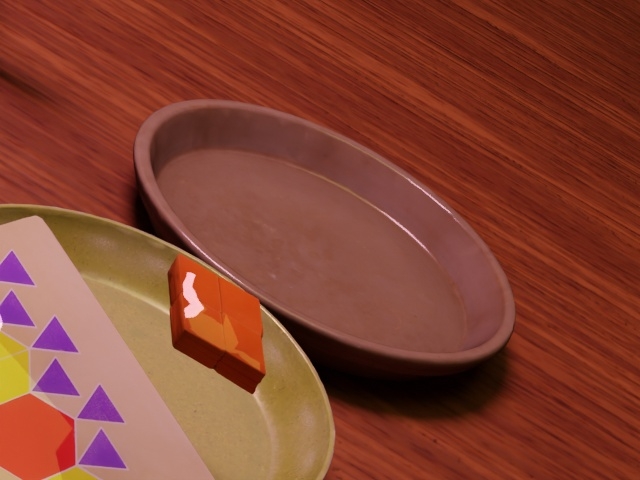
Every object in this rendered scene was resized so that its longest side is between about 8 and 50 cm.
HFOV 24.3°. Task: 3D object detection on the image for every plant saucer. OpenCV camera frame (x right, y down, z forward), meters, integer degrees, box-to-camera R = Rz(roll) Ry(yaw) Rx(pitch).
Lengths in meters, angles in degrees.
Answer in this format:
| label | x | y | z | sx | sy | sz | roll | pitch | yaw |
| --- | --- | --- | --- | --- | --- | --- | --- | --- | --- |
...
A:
| label | x | y | z | sx | sy | sz | roll | pitch | yaw |
| --- | --- | --- | --- | --- | --- | --- | --- | --- | --- |
| plant saucer | -0.108 | 0.068 | 0.755 | 0.241 | 0.037 | 0.241 | 23 | 28 | -13 |
| plant saucer | 0.000 | 0.000 | 0.981 | 0.278 | 0.041 | 0.278 | 24 | 27 | -13 |

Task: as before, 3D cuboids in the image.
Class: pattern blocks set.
| label | x | y | z | sx | sy | sz | roll | pitch | yaw |
| --- | --- | --- | --- | --- | --- | --- | --- | --- | --- |
| pattern blocks set | -0.137 | 0.081 | 0.631 | 0.285 | 0.026 | 0.325 | -11 | 59 | -34 |
